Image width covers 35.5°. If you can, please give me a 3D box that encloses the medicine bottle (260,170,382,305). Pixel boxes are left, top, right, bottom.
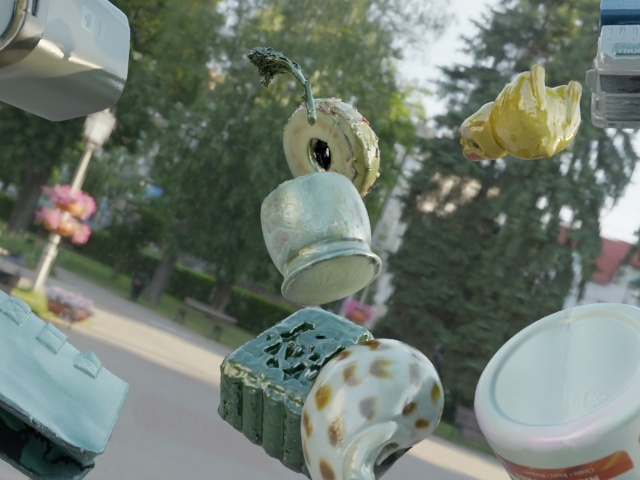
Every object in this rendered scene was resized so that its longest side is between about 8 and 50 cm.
[{"bbox_3d":[0.000,0.000,1.372,0.147,0.143,0.147,-15,-26,-8],"label":"medicine bottle"}]

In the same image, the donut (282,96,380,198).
[{"bbox_3d":[0.021,-0.133,1.497,0.068,0.175,0.174,-24,30,-39],"label":"donut"}]

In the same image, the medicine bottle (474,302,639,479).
[{"bbox_3d":[0.348,0.239,1.230,0.241,0.252,0.252,56,-20,-24],"label":"medicine bottle"}]

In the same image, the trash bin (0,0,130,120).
[{"bbox_3d":[-0.414,-0.290,1.401,0.219,0.220,0.250,-6,-18,28],"label":"trash bin"}]

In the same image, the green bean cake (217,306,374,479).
[{"bbox_3d":[0.000,0.275,1.897,0.300,0.169,0.307,25,37,30],"label":"green bean cake"}]

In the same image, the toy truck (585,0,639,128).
[{"bbox_3d":[0.529,-0.344,1.670,0.146,0.367,0.175,1,-44,19],"label":"toy truck"}]

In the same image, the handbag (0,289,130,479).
[{"bbox_3d":[-0.385,0.185,1.270,0.268,0.100,0.274,39,8,-14],"label":"handbag"}]

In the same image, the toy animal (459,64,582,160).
[{"bbox_3d":[0.173,-0.103,0.957,0.070,0.083,0.159,18,-16,-25],"label":"toy animal"}]

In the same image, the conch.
[{"bbox_3d":[0.062,0.204,1.222,0.148,0.183,0.275,42,30,14],"label":"conch"}]

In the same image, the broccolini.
[{"bbox_3d":[-0.039,-0.212,1.330,0.194,0.052,0.054,48,-9,48],"label":"broccolini"}]
